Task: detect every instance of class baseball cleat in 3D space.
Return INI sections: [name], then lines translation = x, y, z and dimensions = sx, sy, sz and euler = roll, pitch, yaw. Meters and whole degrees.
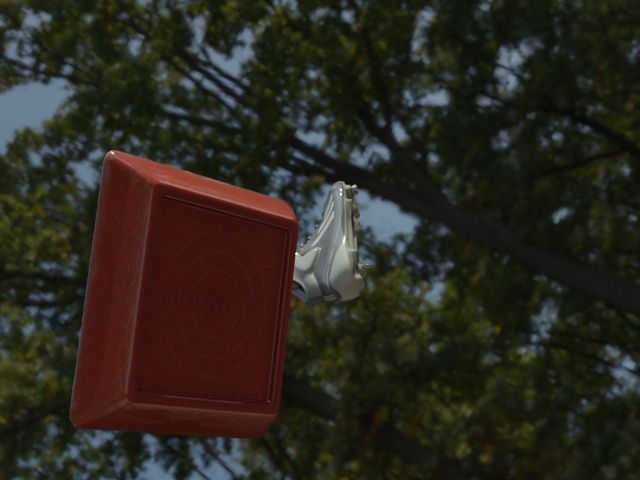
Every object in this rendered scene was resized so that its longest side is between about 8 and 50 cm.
[baseball cleat]
translation = 0.000, 0.000, 1.366
dimensions = 0.206, 0.109, 0.072
euler = -92, -15, -56

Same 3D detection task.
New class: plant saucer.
[plant saucer]
translation = -0.114, 0.063, 1.114
dimensions = 0.258, 0.047, 0.259
euler = 15, -101, -48
